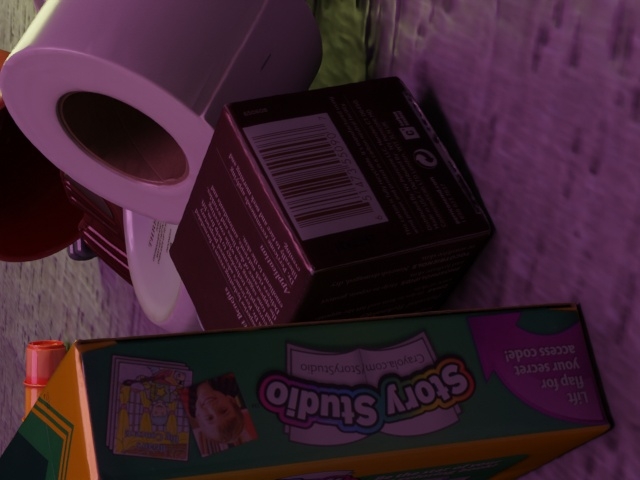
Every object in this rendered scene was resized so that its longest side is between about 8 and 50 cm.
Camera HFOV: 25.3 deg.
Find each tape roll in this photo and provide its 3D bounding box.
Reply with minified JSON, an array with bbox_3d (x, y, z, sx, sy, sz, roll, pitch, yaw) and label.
[{"bbox_3d":[-0.140,-0.150,1.278,0.169,0.246,0.246,-64,11,-28],"label":"tape roll"}]

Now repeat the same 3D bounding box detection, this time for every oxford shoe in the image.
[{"bbox_3d":[-0.214,-0.036,1.716,0.123,0.130,0.348,38,161,11],"label":"oxford shoe"}]

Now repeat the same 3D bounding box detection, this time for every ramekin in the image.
[{"bbox_3d":[-0.116,-0.020,1.486,0.273,0.127,0.273,176,90,-65],"label":"ramekin"}]

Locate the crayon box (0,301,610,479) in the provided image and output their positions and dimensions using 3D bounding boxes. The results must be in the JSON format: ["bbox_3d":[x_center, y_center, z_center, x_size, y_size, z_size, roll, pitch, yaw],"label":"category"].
[{"bbox_3d":[-0.030,0.153,1.037,0.313,0.362,0.106,132,130,-57],"label":"crayon box"}]

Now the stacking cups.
[{"bbox_3d":[-0.444,0.321,2.313,0.096,0.096,0.316,-176,86,-65],"label":"stacking cups"}]

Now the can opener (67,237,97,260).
[{"bbox_3d":[-0.372,-0.109,2.092,0.074,0.093,0.280,-16,84,64],"label":"can opener"}]

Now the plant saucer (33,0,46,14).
[{"bbox_3d":[-0.290,-0.290,1.718,0.400,0.100,0.401,161,90,-79],"label":"plant saucer"}]

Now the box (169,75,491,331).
[{"bbox_3d":[0.000,0.000,1.161,0.168,0.167,0.203,62,148,25],"label":"box"}]

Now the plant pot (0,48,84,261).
[{"bbox_3d":[-0.442,-0.139,1.935,0.243,0.275,0.275,33,125,36],"label":"plant pot"}]
